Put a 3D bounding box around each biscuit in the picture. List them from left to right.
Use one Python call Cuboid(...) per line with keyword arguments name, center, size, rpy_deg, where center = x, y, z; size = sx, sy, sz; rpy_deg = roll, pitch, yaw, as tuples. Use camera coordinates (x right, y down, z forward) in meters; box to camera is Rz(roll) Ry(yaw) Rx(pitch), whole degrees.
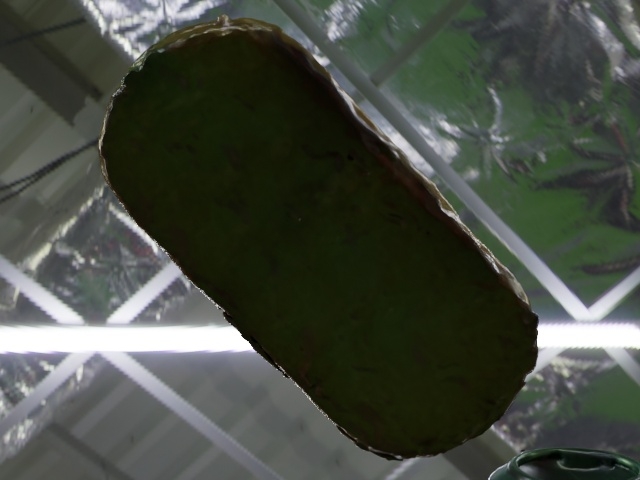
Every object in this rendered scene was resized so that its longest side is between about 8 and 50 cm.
Cuboid(name="biscuit", center=(0.000, 0.000, 0.525), size=(0.118, 0.029, 0.247), rpy_deg=(-43, -86, 4))

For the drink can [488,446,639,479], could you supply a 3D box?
Cuboid(name="drink can", center=(0.165, 0.243, 0.698), size=(0.118, 0.118, 0.205), rpy_deg=(-3, -84, -8))
